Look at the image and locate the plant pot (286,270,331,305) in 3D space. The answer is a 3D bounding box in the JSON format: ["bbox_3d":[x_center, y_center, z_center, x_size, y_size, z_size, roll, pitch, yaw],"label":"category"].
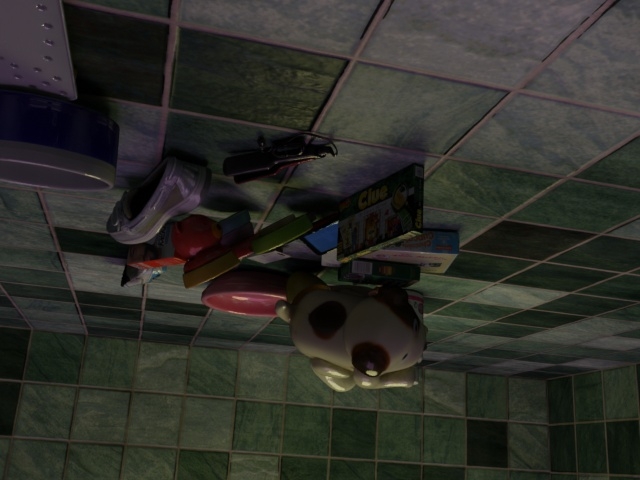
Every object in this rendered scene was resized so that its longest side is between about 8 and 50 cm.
[{"bbox_3d":[-0.048,0.144,2.049,0.134,0.095,0.134,-19,138,-18],"label":"plant pot"}]

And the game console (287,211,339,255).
[{"bbox_3d":[0.000,0.000,1.555,0.144,0.085,0.124,-22,-172,37],"label":"game console"}]

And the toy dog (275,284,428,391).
[{"bbox_3d":[0.112,0.228,1.851,0.395,0.285,0.408,39,160,-20],"label":"toy dog"}]

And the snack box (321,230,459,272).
[{"bbox_3d":[0.163,0.023,1.724,0.321,0.060,0.187,4,164,0],"label":"snack box"}]

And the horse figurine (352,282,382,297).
[{"bbox_3d":[0.170,0.103,1.968,0.174,0.066,0.263,5,162,13],"label":"horse figurine"}]

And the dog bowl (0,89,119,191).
[{"bbox_3d":[-0.463,-0.154,1.137,0.264,0.104,0.265,5,174,1],"label":"dog bowl"}]

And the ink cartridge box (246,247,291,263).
[{"bbox_3d":[-0.135,0.033,1.864,0.115,0.029,0.062,-15,154,43],"label":"ink cartridge box"}]

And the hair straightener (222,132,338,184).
[{"bbox_3d":[-0.078,-0.148,1.258,0.230,0.047,0.089,-6,160,26],"label":"hair straightener"}]

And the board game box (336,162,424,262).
[{"bbox_3d":[0.113,-0.048,1.392,0.030,0.136,0.259,16,158,-28],"label":"board game box"}]

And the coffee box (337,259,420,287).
[{"bbox_3d":[0.145,0.083,1.749,0.184,0.041,0.113,7,166,-12],"label":"coffee box"}]

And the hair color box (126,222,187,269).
[{"bbox_3d":[-0.402,0.015,1.755,0.167,0.093,0.053,-10,157,34],"label":"hair color box"}]

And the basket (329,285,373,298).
[{"bbox_3d":[0.071,0.273,2.248,0.204,0.227,0.154,-7,160,31],"label":"basket"}]

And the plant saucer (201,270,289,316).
[{"bbox_3d":[-0.204,0.167,2.207,0.331,0.084,0.332,3,161,1],"label":"plant saucer"}]

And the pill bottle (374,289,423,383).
[{"bbox_3d":[0.245,0.309,2.232,0.160,0.283,0.160,3,163,1],"label":"pill bottle"}]

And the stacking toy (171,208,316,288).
[{"bbox_3d":[-0.161,-0.034,1.478,0.279,0.131,0.309,-25,-174,8],"label":"stacking toy"}]

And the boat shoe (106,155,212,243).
[{"bbox_3d":[-0.347,-0.083,1.419,0.103,0.118,0.320,28,146,-36],"label":"boat shoe"}]

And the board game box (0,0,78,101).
[{"bbox_3d":[-0.504,-0.307,0.842,0.389,0.050,0.390,8,162,-12],"label":"board game box"}]

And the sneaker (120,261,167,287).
[{"bbox_3d":[-0.517,0.095,2.041,0.086,0.085,0.237,20,158,-29],"label":"sneaker"}]
